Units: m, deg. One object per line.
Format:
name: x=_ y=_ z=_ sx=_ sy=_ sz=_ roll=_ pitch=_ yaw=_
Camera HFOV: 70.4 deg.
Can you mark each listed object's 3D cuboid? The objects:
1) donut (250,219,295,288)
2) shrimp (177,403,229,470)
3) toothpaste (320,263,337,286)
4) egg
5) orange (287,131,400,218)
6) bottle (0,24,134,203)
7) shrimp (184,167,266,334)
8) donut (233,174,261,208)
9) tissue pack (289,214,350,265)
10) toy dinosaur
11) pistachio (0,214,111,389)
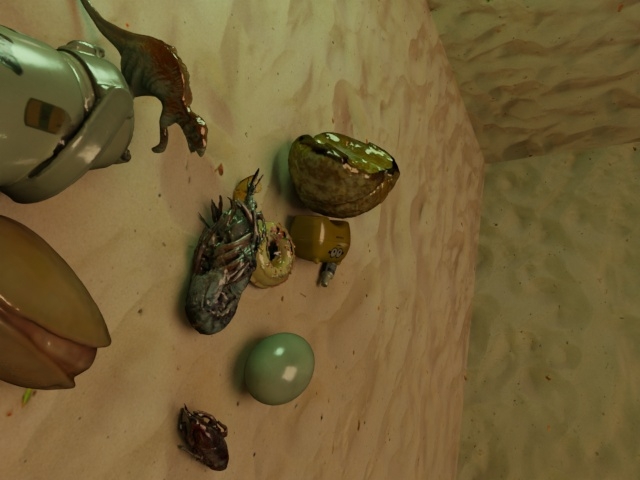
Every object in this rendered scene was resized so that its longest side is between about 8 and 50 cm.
donut: x=-0.121 y=0.033 z=1.096 sx=0.175 sy=0.068 sz=0.174 roll=9 pitch=80 yaw=-56
shrimp: x=-0.229 y=0.385 z=0.889 sx=0.075 sy=0.073 sz=0.190 roll=-63 pitch=141 yaw=-45
toothpaste: x=0.039 y=0.052 z=1.371 sx=0.062 sy=0.037 sz=0.216 roll=57 pitch=39 yaw=-37
egg: x=-0.091 y=0.290 z=1.037 sx=0.192 sy=0.149 sz=0.149 roll=-32 pitch=113 yaw=-62
orange: x=0.048 y=-0.173 z=1.233 sx=0.369 sy=0.271 sz=0.210 roll=-24 pitch=145 yaw=-58
bottle: x=-0.394 y=-0.158 z=0.576 sx=0.352 sy=0.229 sz=0.229 roll=-17 pitch=101 yaw=-60
shrimp: x=-0.172 y=0.010 z=0.925 sx=0.137 sy=0.172 sz=0.372 roll=21 pitch=76 yaw=-49
donut: x=-0.165 y=-0.101 z=1.049 sx=0.038 sy=0.067 sz=0.083 roll=54 pitch=15 yaw=-61
tissue pack: x=0.000 y=0.000 z=1.234 sx=0.178 sy=0.123 sz=0.127 roll=9 pitch=88 yaw=-57
toy dinosaur: x=-0.309 y=-0.281 z=0.753 sx=0.092 sy=0.205 sz=0.393 roll=-18 pitch=82 yaw=-50
pistachio: x=-0.391 y=0.077 z=0.567 sx=0.162 sy=0.182 sz=0.293 roll=-45 pitch=132 yaw=-30
